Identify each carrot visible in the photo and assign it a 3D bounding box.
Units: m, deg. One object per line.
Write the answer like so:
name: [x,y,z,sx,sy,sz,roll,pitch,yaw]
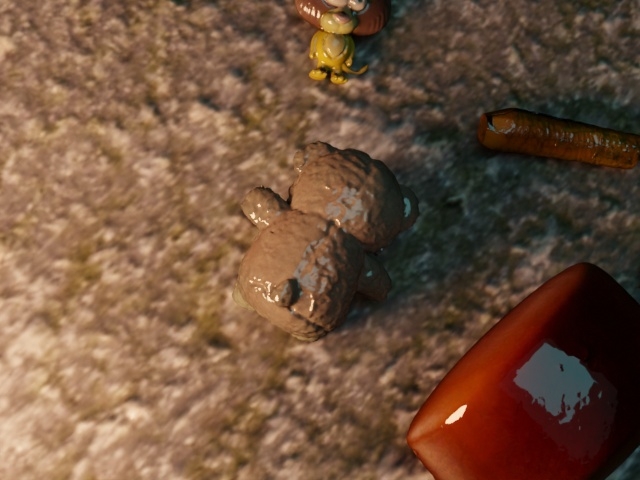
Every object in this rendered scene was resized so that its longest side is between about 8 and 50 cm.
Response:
carrot: [0.366,-0.152,1.741,0.260,0.070,0.070,9,69,-11]

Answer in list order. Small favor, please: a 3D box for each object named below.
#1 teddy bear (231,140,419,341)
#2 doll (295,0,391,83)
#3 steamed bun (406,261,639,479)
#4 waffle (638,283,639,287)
teddy bear: [0.000,0.001,1.550,0.236,0.151,0.267,30,68,-4]
doll: [0.039,-0.329,1.711,0.145,0.096,0.188,-11,84,-10]
steamed bun: [0.308,0.200,1.505,0.379,0.248,0.235,-40,85,-24]
waffle: [0.617,0.062,1.739,0.254,0.052,0.245,-41,86,-23]
